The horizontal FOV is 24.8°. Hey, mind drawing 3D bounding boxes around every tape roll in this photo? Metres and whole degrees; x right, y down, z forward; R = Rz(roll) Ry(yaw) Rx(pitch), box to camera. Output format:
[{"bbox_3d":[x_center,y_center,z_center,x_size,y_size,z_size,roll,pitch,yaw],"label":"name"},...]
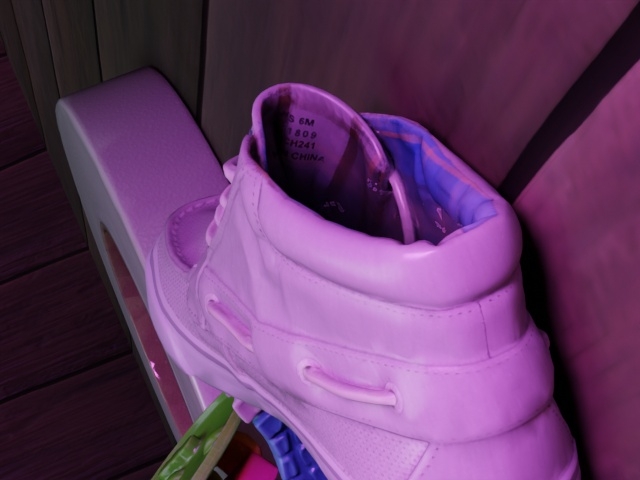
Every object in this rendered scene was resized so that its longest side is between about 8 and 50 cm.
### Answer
[{"bbox_3d":[-0.084,0.070,1.025,0.392,0.072,0.392,157,90,-78],"label":"tape roll"}]

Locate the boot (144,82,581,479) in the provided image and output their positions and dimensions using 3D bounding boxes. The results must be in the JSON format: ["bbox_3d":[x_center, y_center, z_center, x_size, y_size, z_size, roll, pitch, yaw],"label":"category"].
[{"bbox_3d":[0.000,0.000,0.502,0.258,0.095,0.123,34,139,55],"label":"boot"}]

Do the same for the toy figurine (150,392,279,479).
[{"bbox_3d":[-0.029,0.186,0.797,0.159,0.173,0.130,37,-145,-7],"label":"toy figurine"}]

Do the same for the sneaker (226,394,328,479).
[{"bbox_3d":[-0.011,0.067,0.699,0.083,0.071,0.190,-122,14,-62],"label":"sneaker"}]
